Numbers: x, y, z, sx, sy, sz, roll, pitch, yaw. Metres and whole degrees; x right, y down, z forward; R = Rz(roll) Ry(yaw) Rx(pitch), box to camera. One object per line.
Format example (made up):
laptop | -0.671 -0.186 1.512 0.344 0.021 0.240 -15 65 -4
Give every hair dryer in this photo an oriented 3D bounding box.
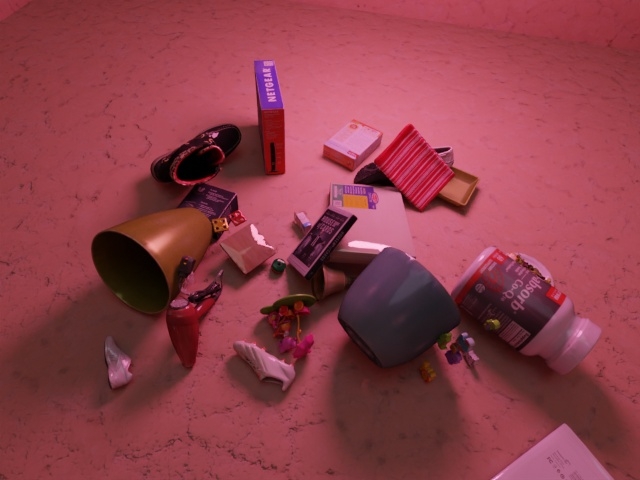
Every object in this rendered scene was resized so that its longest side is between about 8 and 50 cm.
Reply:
hair dryer | -0.338 0.203 1.137 0.080 0.223 0.294 5 71 23

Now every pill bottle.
pill bottle | 0.590 0.200 1.193 0.363 0.210 0.210 39 59 23

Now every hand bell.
hand bell | 0.103 0.128 1.294 0.241 0.126 0.126 2 51 -20

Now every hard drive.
hard drive | 0.541 0.630 0.954 0.352 0.047 0.233 -21 57 -21

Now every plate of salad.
plate of salad | 0.691 0.116 1.371 0.199 0.048 0.200 3 51 -4

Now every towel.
towel | 0.353 -0.271 1.514 0.275 0.031 0.199 44 92 -13

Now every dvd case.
dvd case | 0.000 0.000 1.284 0.239 0.029 0.179 -52 26 -3

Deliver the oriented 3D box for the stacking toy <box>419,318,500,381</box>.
stacking toy | 0.375 0.297 1.094 0.166 0.221 0.052 -12 50 -19

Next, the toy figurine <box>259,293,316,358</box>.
toy figurine | -0.085 0.257 1.164 0.173 0.130 0.159 -16 62 10

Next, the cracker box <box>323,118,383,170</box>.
cracker box | 0.138 -0.408 1.722 0.155 0.067 0.232 31 55 19

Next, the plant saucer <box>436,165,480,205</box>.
plant saucer | 0.513 -0.219 1.621 0.188 0.045 0.188 29 54 17

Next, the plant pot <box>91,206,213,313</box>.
plant pot | -0.468 0.023 1.232 0.274 0.275 0.293 22 36 12

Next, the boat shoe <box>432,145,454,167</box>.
boat shoe | 0.399 -0.338 1.642 0.267 0.088 0.096 4 44 21

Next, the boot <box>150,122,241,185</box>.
boot | -0.413 -0.312 1.473 0.377 0.138 0.284 -32 27 -22

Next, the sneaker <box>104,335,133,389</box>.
sneaker | -0.549 0.325 1.100 0.061 0.054 0.152 -10 55 -31

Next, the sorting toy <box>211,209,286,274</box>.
sorting toy | -0.245 0.026 1.332 0.132 0.046 0.275 -37 81 -30

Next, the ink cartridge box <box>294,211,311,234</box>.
ink cartridge box | -0.064 -0.066 1.445 0.028 0.048 0.083 -21 57 -21

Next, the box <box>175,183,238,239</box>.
box | -0.391 -0.106 1.420 0.155 0.093 0.158 19 54 9

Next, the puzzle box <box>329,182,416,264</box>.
puzzle box | 0.165 -0.068 1.412 0.271 0.052 0.409 4 39 -1

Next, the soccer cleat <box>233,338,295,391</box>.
soccer cleat | -0.162 0.338 1.110 0.196 0.068 0.076 25 57 10

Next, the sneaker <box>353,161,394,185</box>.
sneaker | 0.271 -0.256 1.588 0.286 0.130 0.109 -20 30 7

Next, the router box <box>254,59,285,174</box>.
router box | -0.200 -0.484 1.603 0.082 0.301 0.336 -6 53 -9

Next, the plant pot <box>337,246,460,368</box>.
plant pot | 0.190 0.202 1.118 0.235 0.293 0.293 -40 64 -13
